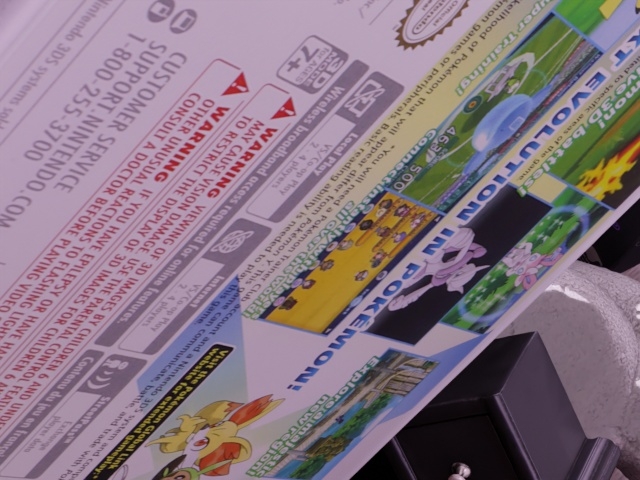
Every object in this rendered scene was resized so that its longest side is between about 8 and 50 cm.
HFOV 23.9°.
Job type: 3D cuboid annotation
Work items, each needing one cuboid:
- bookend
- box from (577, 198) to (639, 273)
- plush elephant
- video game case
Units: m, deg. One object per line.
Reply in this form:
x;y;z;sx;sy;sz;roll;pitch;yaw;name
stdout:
0.041;0.074;0.746;0.157;0.156;0.072;-14;-160;33;bookend
0.236;-0.094;0.970;0.165;0.143;0.270;-28;167;-10;box
0.091;0.088;0.984;0.271;0.330;0.255;-26;-172;-7;plush elephant
-0.012;-0.011;0.431;0.329;0.036;0.300;-46;150;15;video game case
